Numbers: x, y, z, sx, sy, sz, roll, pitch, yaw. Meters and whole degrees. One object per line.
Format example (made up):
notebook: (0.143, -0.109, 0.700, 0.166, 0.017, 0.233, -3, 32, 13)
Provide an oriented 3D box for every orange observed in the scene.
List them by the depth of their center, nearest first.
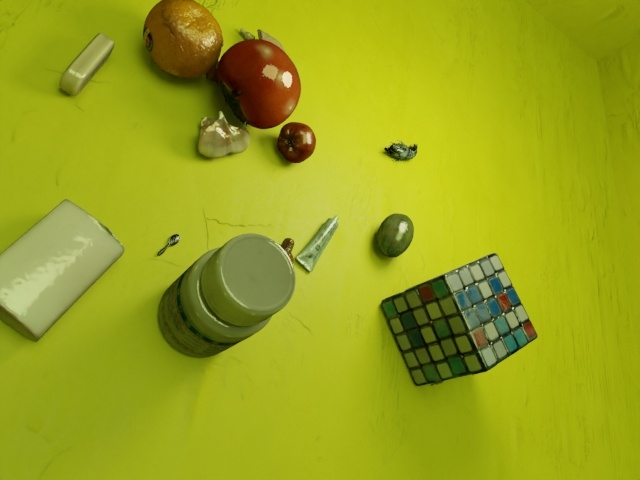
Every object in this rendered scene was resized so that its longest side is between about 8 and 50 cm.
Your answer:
orange: (-0.385, -0.566, 1.528, 0.220, 0.193, 0.219, 6, 69, -17)

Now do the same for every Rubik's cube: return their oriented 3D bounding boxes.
Rubik's cube: (0.411, 0.239, 1.637, 0.287, 0.292, 0.293, -15, 76, -40)

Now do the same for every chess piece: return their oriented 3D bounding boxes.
chess piece: (-0.227, -0.663, 1.790, 0.092, 0.035, 0.035, 39, 52, -10)

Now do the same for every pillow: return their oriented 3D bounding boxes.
pillow: (-0.151, -0.565, 1.760, 0.126, 0.043, 0.232, 12, 66, -53)

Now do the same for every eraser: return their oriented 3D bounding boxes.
eraser: (-0.573, 0.058, 1.157, 0.174, 0.095, 0.270, 42, 50, -11)

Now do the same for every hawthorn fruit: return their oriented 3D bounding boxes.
hawthorn fruit: (-0.073, -0.304, 1.676, 0.125, 0.125, 0.140, 37, 19, -15)

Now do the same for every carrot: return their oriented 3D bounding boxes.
carrot: (-0.247, -0.501, 1.688, 0.210, 0.061, 0.061, 6, 65, -38)

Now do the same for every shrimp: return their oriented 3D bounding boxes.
shrimp: (0.305, -0.326, 1.972, 0.174, 0.082, 0.076, -5, 67, -44)

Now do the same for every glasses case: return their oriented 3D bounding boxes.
glasses case: (-0.596, -0.452, 1.394, 0.050, 0.083, 0.196, 32, 55, -18)

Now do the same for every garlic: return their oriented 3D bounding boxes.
garlic: (-0.274, -0.296, 1.540, 0.175, 0.099, 0.124, -9, 95, -39)

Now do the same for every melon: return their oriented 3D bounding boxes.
melon: (0.243, -0.020, 1.758, 0.114, 0.114, 0.167, 37, 54, -16)

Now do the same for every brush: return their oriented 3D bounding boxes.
brush: (-0.382, 0.011, 1.369, 0.024, 0.008, 0.083, 48, 50, -11)

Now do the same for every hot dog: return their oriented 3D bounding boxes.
hot dog: (-0.114, 0.054, 1.505, 0.089, 0.060, 0.140, 51, 46, -10)

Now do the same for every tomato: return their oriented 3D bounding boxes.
tomato: (-0.176, -0.446, 1.560, 0.224, 0.256, 0.255, -37, 92, -5)

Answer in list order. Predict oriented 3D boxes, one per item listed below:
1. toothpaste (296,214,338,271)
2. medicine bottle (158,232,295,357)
toothpaste: (0.000, 0.000, 1.628, 0.064, 0.041, 0.218, 46, 54, -16)
medicine bottle: (-0.213, 0.127, 1.215, 0.208, 0.340, 0.208, 15, 60, -28)
